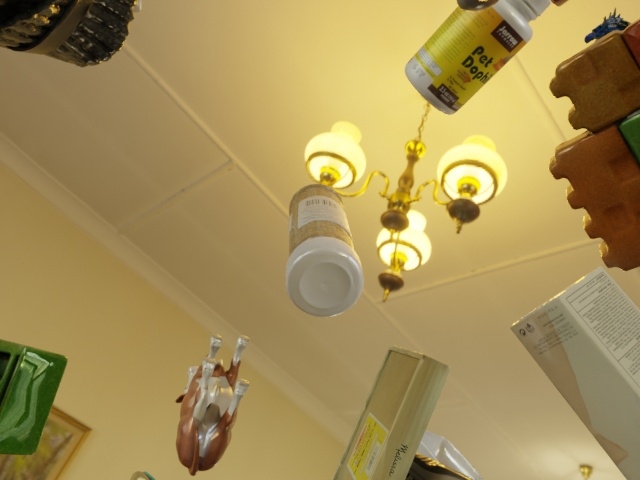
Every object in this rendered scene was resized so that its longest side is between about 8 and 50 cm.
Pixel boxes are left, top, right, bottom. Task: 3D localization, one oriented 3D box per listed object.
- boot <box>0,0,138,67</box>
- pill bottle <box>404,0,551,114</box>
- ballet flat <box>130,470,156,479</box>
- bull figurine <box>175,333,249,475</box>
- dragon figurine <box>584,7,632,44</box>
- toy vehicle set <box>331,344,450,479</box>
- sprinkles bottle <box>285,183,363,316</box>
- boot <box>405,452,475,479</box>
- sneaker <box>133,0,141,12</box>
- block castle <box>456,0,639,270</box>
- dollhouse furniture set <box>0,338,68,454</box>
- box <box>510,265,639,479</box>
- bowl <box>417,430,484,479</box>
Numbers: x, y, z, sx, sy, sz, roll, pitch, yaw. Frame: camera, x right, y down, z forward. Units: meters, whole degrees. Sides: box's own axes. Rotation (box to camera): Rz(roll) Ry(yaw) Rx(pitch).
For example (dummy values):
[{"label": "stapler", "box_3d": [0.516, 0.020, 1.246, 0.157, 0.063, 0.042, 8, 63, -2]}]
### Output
[{"label": "boot", "box_3d": [-0.245, -0.303, 0.484, 0.347, 0.260, 0.131, -27, -88, 27]}, {"label": "pill bottle", "box_3d": [0.243, -0.310, 0.798, 0.117, 0.117, 0.215, 36, -60, -15]}, {"label": "ballet flat", "box_3d": [-0.181, 0.383, 0.605, 0.232, 0.073, 0.080, 43, -49, 22]}, {"label": "bull figurine", "box_3d": [-0.197, 0.278, 0.923, 0.101, 0.310, 0.189, 17, -81, -16]}, {"label": "dragon figurine", "box_3d": [0.566, -0.339, 0.804, 0.144, 0.085, 0.289, 48, -18, -15]}, {"label": "toy vehicle set", "box_3d": [0.067, 0.263, 0.631, 0.035, 0.267, 0.166, 26, -8, -2]}, {"label": "sprinkles bottle", "box_3d": [0.000, 0.000, 0.932, 0.121, 0.355, 0.121, -1, -67, -2]}, {"label": "boot", "box_3d": [0.100, 0.416, 0.616, 0.138, 0.284, 0.377, 34, -19, -10]}, {"label": "sneaker", "box_3d": [-0.322, -0.477, 0.865, 0.365, 0.210, 0.138, 9, -77, 11]}, {"label": "block castle", "box_3d": [0.218, -0.022, 0.245, 0.212, 0.303, 0.454, -30, -86, 37]}, {"label": "dollhouse furniture set", "box_3d": [-0.364, 0.204, 0.383, 0.151, 0.302, 0.197, -3, -24, 36]}, {"label": "box", "box_3d": [0.463, 0.212, 0.783, 0.311, 0.147, 0.121, 57, -34, 19]}, {"label": "bowl", "box_3d": [0.249, 0.459, 1.045, 0.142, 0.053, 0.142, 28, 7, -36]}]
